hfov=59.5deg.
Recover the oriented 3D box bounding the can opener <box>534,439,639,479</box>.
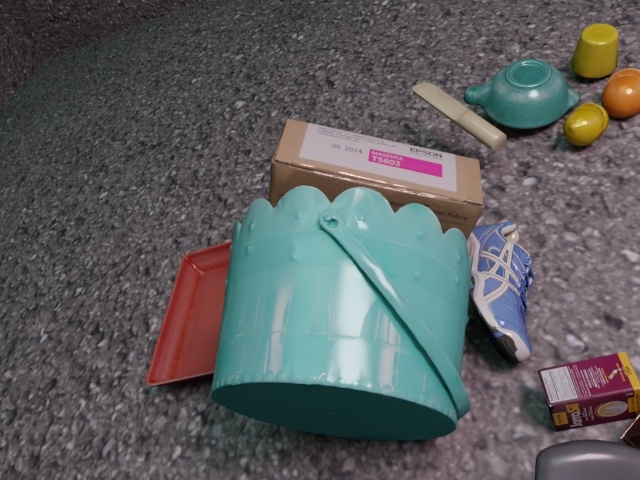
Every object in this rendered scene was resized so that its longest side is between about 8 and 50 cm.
[{"bbox_3d":[0.302,0.201,0.393,0.284,0.076,0.095,1,76,15],"label":"can opener"}]

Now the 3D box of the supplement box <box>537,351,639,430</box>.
[{"bbox_3d":[0.264,0.148,0.547,0.083,0.055,0.043,-17,41,16],"label":"supplement box"}]

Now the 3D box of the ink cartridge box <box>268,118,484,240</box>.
[{"bbox_3d":[0.053,-0.028,0.685,0.235,0.193,0.088,13,47,-1],"label":"ink cartridge box"}]

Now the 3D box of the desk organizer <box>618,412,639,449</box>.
[{"bbox_3d":[0.335,0.144,0.499,0.130,0.050,0.047,-42,69,-13],"label":"desk organizer"}]

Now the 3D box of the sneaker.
[{"bbox_3d":[0.215,0.048,0.664,0.081,0.080,0.211,-19,41,15],"label":"sneaker"}]

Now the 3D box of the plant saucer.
[{"bbox_3d":[-0.114,0.095,0.843,0.259,0.047,0.258,-15,41,17],"label":"plant saucer"}]

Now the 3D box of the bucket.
[{"bbox_3d":[0.024,0.092,0.584,0.282,0.281,0.182,-7,59,26],"label":"bucket"}]

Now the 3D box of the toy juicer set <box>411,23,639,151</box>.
[{"bbox_3d":[0.331,-0.203,0.863,0.329,0.089,0.209,-17,53,3],"label":"toy juicer set"}]
